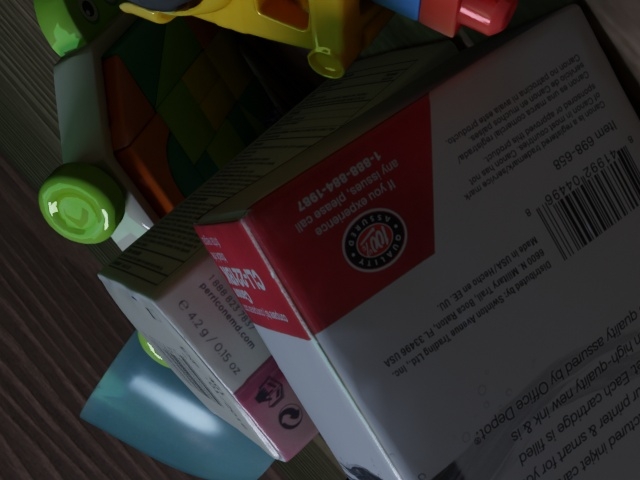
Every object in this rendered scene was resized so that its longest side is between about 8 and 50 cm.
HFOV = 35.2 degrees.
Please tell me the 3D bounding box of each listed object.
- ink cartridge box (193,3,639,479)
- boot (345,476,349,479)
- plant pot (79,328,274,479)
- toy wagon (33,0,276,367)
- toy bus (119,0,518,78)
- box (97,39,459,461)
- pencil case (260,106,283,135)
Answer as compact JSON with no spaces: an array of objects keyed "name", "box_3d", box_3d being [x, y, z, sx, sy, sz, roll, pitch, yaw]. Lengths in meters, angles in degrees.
[{"name":"ink cartridge box","box_3d":[0.095,0.054,0.515,0.273,0.197,0.114,59,163,-9]},{"name":"boot","box_3d":[0.131,0.282,1.057,0.161,0.083,0.246,52,136,-3]},{"name":"plant pot","box_3d":[-0.133,0.179,1.327,0.235,0.293,0.293,36,164,-1]},{"name":"toy wagon","box_3d":[-0.113,-0.081,0.760,0.068,0.267,0.344,-18,118,28]},{"name":"toy bus","box_3d":[-0.002,-0.178,0.428,0.211,0.149,0.220,28,154,21]},{"name":"box","box_3d":[0.000,0.000,0.628,0.127,0.232,0.148,54,164,-18]},{"name":"pencil case","box_3d":[0.024,-0.012,0.803,0.206,0.088,0.086,56,164,-23]}]
